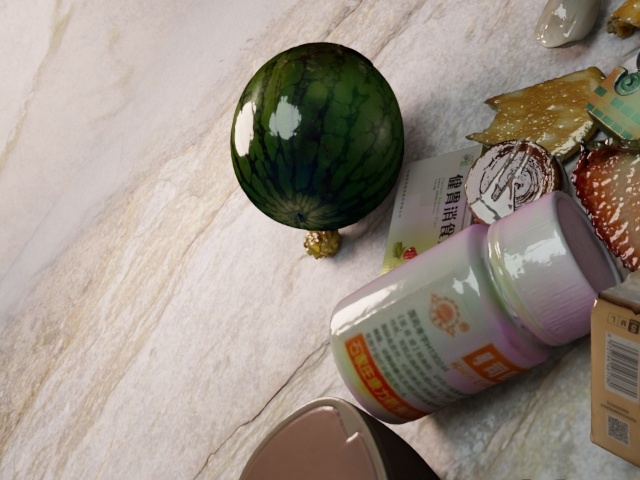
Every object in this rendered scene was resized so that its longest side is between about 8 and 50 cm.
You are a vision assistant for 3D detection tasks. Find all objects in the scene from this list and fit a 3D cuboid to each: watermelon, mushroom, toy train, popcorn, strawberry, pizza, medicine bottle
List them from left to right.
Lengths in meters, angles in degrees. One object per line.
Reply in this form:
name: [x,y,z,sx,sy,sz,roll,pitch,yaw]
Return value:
watermelon: [-0.005,-0.185,1.620,0.363,0.363,0.363,-28,46,32]
popcorn: [0.000,0.000,1.704,0.083,0.057,0.082,-39,39,26]
medicine bottle: [0.220,0.101,1.257,0.388,0.219,0.219,-32,44,28]
pizza: [0.361,-0.197,1.468,0.262,0.034,0.181,-4,61,43]
mushroom: [0.442,-0.413,1.498,0.212,0.088,0.097,-62,5,-16]
strawberry: [0.437,-0.048,1.212,0.167,0.087,0.208,-1,93,17]
toy train: [0.481,-0.182,1.296,0.099,0.072,0.188,-44,39,12]
pizza: [0.578,-0.393,1.358,0.271,0.056,0.134,-35,40,24]

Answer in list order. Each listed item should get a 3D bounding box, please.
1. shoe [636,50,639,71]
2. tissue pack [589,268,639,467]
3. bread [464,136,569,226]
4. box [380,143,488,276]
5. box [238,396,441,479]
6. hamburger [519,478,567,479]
shoe: [0.564,-0.274,1.245,0.241,0.093,0.108,12,73,44]
tissue pack: [0.485,0.163,0.963,0.305,0.238,0.238,23,82,52]
bread: [0.310,-0.080,1.378,0.160,0.073,0.160,-7,78,31]
box: [0.204,-0.028,1.496,0.175,0.062,0.260,-12,54,43]
box: [0.044,0.397,1.238,0.301,0.216,0.301,-26,49,33]
hamburger: [0.231,0.432,1.028,0.261,0.186,0.302,-24,57,37]
